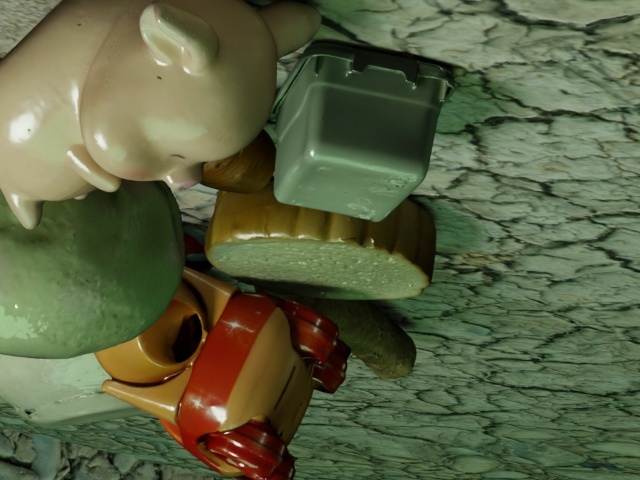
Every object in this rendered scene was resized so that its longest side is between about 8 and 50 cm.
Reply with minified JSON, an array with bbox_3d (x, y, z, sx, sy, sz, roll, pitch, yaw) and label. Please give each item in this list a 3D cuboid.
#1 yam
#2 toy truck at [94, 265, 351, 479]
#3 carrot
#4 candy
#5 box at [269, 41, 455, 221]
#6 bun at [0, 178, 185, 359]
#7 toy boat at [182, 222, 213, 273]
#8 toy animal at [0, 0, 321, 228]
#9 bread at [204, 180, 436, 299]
[{"bbox_3d":[0.024,0.094,1.953,0.081,0.081,0.356,0,163,24],"label":"yam"},{"bbox_3d":[-0.111,0.132,1.727,0.239,0.189,0.265,23,166,14],"label":"toy truck"},{"bbox_3d":[-0.094,-0.087,1.356,0.087,0.087,0.193,-1,162,25],"label":"carrot"},{"bbox_3d":[-0.253,0.115,1.951,0.295,0.185,0.295,-9,164,-3],"label":"candy"},{"bbox_3d":[0.026,-0.078,1.311,0.124,0.093,0.172,10,164,-10],"label":"box"},{"bbox_3d":[-0.235,-0.038,1.361,0.283,0.283,0.179,12,123,-17],"label":"bun"},{"bbox_3d":[-0.185,0.014,1.780,0.173,0.069,0.059,1,-176,24],"label":"toy boat"},{"bbox_3d":[-0.138,-0.108,1.181,0.250,0.154,0.166,-13,-161,32],"label":"toy animal"},{"bbox_3d":[0.000,0.000,1.641,0.236,0.070,0.236,6,164,2],"label":"bread"}]
